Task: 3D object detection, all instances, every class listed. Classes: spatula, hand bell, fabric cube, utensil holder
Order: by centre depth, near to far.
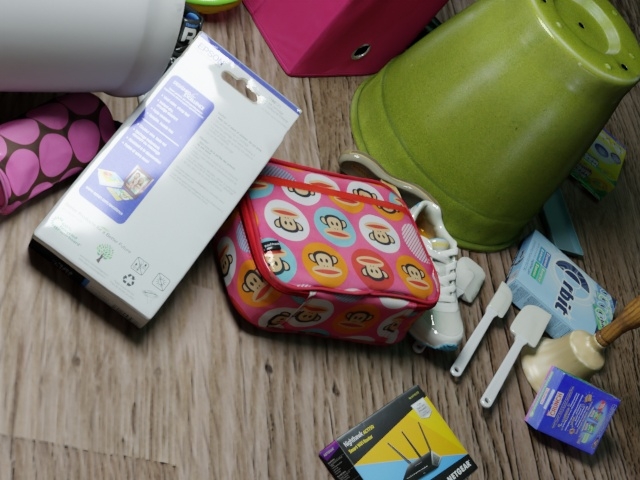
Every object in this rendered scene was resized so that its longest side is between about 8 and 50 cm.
[{"bbox_3d":[-0.382,-0.315,1.200,0.386,0.327,0.327,-6,60,-29],"label":"utensil holder"},{"bbox_3d":[0.416,0.136,1.594,0.126,0.242,0.126,24,44,-25],"label":"hand bell"},{"bbox_3d":[0.229,0.129,1.603,0.168,0.019,0.242,39,44,4],"label":"spatula"},{"bbox_3d":[0.044,-0.442,1.761,0.254,0.258,0.259,-12,65,-46],"label":"fabric cube"}]

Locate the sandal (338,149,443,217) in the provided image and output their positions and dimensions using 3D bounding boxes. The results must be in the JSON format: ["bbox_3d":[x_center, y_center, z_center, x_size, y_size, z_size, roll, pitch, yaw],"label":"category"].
[{"bbox_3d":[0.098,-0.067,1.637,0.180,0.072,0.049,34,56,-11],"label":"sandal"}]

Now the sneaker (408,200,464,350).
[{"bbox_3d":[0.152,0.049,1.551,0.087,0.092,0.228,5,51,-26],"label":"sneaker"}]

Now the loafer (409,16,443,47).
[{"bbox_3d":[0.206,-0.333,1.958,0.220,0.080,0.078,37,50,-1],"label":"loafer"}]

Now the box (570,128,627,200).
[{"bbox_3d":[0.517,-0.154,2.088,0.105,0.043,0.179,40,41,-5],"label":"box"}]

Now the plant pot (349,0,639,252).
[{"bbox_3d":[0.294,-0.230,1.718,0.366,0.353,0.366,23,44,-24],"label":"plant pot"}]

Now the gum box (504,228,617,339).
[{"bbox_3d":[0.383,0.089,1.761,0.184,0.041,0.157,42,37,-5],"label":"gum box"}]

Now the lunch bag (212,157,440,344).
[{"bbox_3d":[0.000,0.000,1.462,0.293,0.120,0.258,10,46,-34],"label":"lunch bag"}]

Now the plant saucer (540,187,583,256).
[{"bbox_3d":[0.403,-0.054,1.924,0.067,0.018,0.192,14,49,-32],"label":"plant saucer"}]

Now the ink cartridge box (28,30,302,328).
[{"bbox_3d":[-0.177,-0.075,1.306,0.165,0.065,0.332,39,67,-7],"label":"ink cartridge box"}]

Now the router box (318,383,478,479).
[{"bbox_3d":[0.098,0.272,1.359,0.179,0.046,0.133,-25,74,-49],"label":"router box"}]

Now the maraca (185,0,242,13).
[{"bbox_3d":[-0.188,-0.391,1.649,0.186,0.099,0.127,-6,47,-15],"label":"maraca"}]

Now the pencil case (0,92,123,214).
[{"bbox_3d":[-0.327,-0.102,1.287,0.209,0.095,0.098,-39,123,-49],"label":"pencil case"}]

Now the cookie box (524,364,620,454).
[{"bbox_3d":[0.359,0.241,1.573,0.107,0.091,0.040,27,1,-21],"label":"cookie box"}]

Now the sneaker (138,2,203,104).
[{"bbox_3d":[-0.193,-0.236,1.485,0.079,0.121,0.217,-3,59,-41],"label":"sneaker"}]
